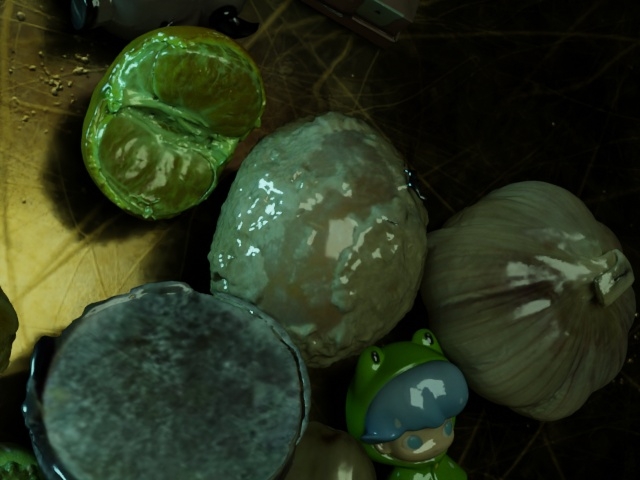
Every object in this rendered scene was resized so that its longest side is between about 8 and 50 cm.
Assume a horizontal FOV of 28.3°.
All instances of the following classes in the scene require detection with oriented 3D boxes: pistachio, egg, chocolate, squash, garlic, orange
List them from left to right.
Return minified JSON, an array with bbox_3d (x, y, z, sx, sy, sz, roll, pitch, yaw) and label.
[{"bbox_3d":[-0.322,0.261,1.351,0.105,0.132,0.105,6,75,-25],"label":"squash"},{"bbox_3d":[-0.182,-0.148,1.503,0.179,0.158,0.237,26,101,-33],"label":"orange"},{"bbox_3d":[-0.165,0.222,1.401,0.303,0.213,0.303,3,50,-4],"label":"chocolate"},{"bbox_3d":[0.000,0.321,1.515,0.131,0.129,0.206,9,80,-16],"label":"pistachio"},{"bbox_3d":[0.000,0.000,1.512,0.279,0.279,0.310,25,55,-21],"label":"egg"},{"bbox_3d":[0.280,0.082,1.684,0.322,0.241,0.322,1,84,-8],"label":"garlic"}]

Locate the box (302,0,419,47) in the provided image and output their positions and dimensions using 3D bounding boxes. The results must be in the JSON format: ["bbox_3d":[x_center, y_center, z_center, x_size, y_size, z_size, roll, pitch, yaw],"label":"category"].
[{"bbox_3d":[0.052,-0.412,1.750,0.215,0.086,0.215,27,66,-21],"label":"box"}]

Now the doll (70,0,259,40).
[{"bbox_3d":[-0.193,-0.319,1.574,0.257,0.117,0.182,-13,67,-26],"label":"doll"}]

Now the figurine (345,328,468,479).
[{"bbox_3d":[0.115,0.248,1.598,0.162,0.143,0.263,-15,102,-24],"label":"figurine"}]

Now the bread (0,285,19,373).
[{"bbox_3d":[-0.417,0.034,1.360,0.152,0.130,0.267,-18,88,-36],"label":"bread"}]
